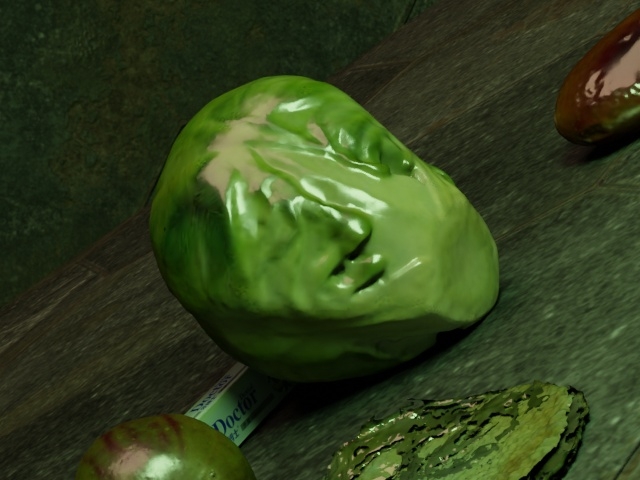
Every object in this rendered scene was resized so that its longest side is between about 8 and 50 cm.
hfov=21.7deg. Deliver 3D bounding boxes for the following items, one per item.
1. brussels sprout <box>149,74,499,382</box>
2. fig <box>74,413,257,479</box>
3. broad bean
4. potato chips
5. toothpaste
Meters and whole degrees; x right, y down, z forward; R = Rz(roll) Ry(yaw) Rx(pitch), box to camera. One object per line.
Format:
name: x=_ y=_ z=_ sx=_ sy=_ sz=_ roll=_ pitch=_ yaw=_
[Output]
brussels sprout: x=0.000 y=0.000 z=1.288 sx=0.271 sy=0.210 sz=0.219 roll=13 pitch=67 yaw=31
fig: x=-0.108 y=0.179 z=1.152 sx=0.124 sy=0.124 sz=0.236 roll=-35 pitch=-1 yaw=-8
broad bean: x=0.276 y=-0.143 z=1.451 sx=0.165 sy=0.084 sz=0.114 roll=-41 pitch=15 yaw=-5
potato chips: x=0.065 y=0.143 z=1.008 sx=0.202 sy=0.029 sz=0.220 roll=-35 pitch=14 yaw=-8
toothpaste: x=-0.060 y=0.126 z=1.357 sx=0.034 sy=0.046 sz=0.164 roll=-18 pitch=19 yaw=44
